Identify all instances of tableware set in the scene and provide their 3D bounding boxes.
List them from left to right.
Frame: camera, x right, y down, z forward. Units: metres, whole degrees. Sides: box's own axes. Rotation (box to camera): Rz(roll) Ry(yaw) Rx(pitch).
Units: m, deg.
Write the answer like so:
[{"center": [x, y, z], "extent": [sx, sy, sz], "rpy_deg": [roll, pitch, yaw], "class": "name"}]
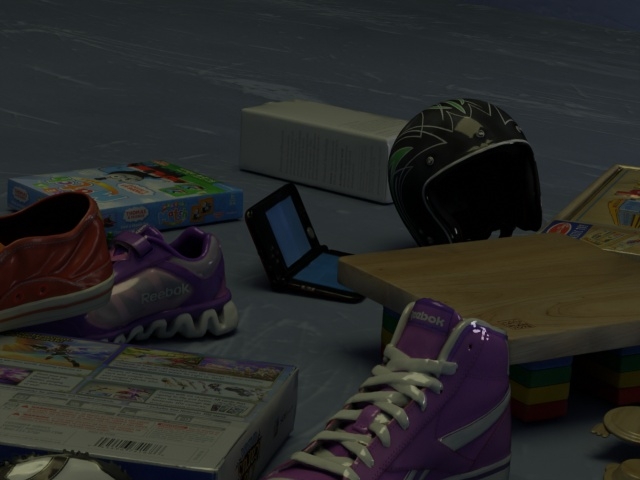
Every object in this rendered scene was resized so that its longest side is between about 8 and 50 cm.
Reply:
[{"center": [0.290, 0.174, 1.499], "extent": [0.169, 0.020, 0.141], "rpy_deg": [12, 22, 11], "class": "tableware set"}]

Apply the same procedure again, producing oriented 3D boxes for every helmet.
[{"center": [0.149, -0.070, 2.046], "extent": [0.169, 0.161, 0.169], "rpy_deg": [-15, 13, 4], "class": "helmet"}]

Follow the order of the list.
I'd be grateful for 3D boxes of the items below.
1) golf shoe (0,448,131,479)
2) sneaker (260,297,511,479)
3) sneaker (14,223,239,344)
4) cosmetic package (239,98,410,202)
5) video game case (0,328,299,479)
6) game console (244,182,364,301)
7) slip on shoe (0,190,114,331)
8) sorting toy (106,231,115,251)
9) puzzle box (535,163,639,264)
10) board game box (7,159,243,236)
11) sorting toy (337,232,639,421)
[{"center": [-0.211, 0.193, 1.252], "extent": [0.198, 0.077, 0.094], "rpy_deg": [-7, 32, -21], "class": "golf shoe"}, {"center": [0.040, 0.124, 1.374], "extent": [0.102, 0.161, 0.282], "rpy_deg": [16, 21, 33], "class": "sneaker"}, {"center": [-0.179, 0.039, 1.736], "extent": [0.236, 0.104, 0.095], "rpy_deg": [-9, 21, -35], "class": "sneaker"}, {"center": [0.023, -0.112, 2.378], "extent": [0.231, 0.085, 0.117], "rpy_deg": [13, 18, 37], "class": "cosmetic package"}, {"center": [-0.174, 0.139, 1.447], "extent": [0.269, 0.061, 0.244], "rpy_deg": [7, 16, 11], "class": "video game case"}, {"center": [0.000, 0.000, 1.965], "extent": [0.085, 0.124, 0.144], "rpy_deg": [-19, 7, 21], "class": "game console"}, {"center": [-0.300, 0.026, 1.537], "extent": [0.123, 0.101, 0.331], "rpy_deg": [15, 21, 40], "class": "slip on shoe"}, {"center": [-0.233, 0.010, 1.943], "extent": [0.061, 0.042, 0.102], "rpy_deg": [4, 15, 0], "class": "sorting toy"}, {"center": [0.408, -0.007, 2.137], "extent": [0.272, 0.052, 0.409], "rpy_deg": [8, 16, 18], "class": "puzzle box"}, {"center": [-0.218, -0.047, 2.162], "extent": [0.211, 0.039, 0.160], "rpy_deg": [-10, 21, -39], "class": "board game box"}, {"center": [0.185, 0.076, 1.710], "extent": [0.257, 0.089, 0.255], "rpy_deg": [-6, 18, -31], "class": "sorting toy"}]
